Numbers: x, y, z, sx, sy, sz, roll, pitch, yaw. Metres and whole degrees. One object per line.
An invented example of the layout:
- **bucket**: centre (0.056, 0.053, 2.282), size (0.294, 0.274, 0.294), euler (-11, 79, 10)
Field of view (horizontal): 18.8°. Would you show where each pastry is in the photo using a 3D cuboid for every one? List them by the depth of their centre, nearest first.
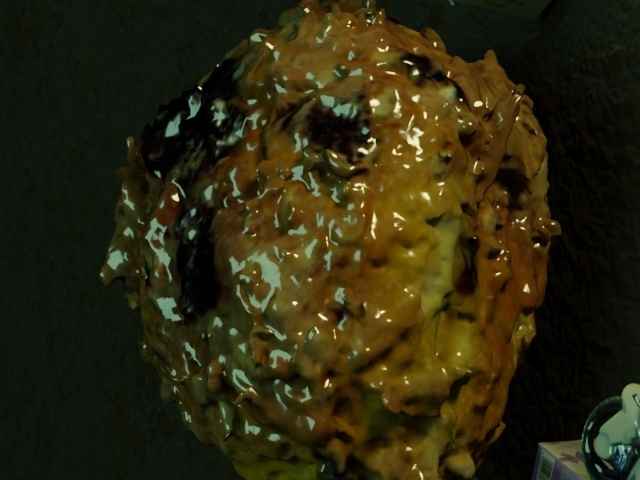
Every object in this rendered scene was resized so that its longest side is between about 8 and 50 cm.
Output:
- **pastry**: centre (0.009, -0.008, 1.398), size (0.337, 0.292, 0.405), euler (-63, 24, 16)

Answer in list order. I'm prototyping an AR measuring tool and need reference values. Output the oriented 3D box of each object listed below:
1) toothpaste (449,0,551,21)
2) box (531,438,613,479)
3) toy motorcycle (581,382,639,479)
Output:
- **toothpaste**: centre (0.098, -0.297, 1.484), size (0.071, 0.089, 0.313), euler (-53, 41, 37)
- **box**: centre (0.190, 0.170, 1.276), size (0.117, 0.050, 0.036), euler (35, 123, 57)
- **toy motorcycle**: centre (0.236, 0.162, 1.141), size (0.150, 0.102, 0.221), euler (-49, 49, 33)
